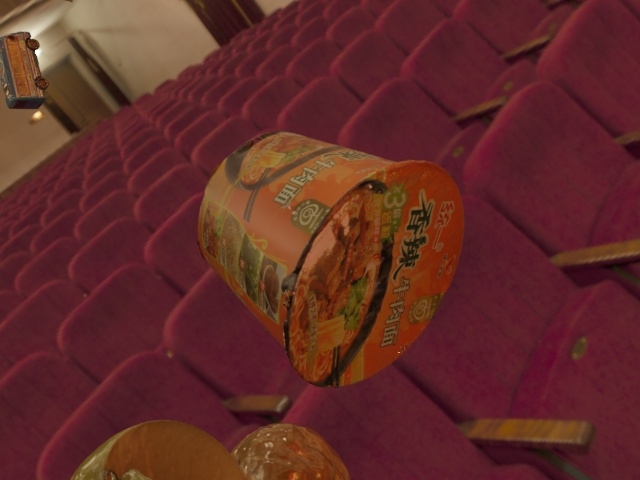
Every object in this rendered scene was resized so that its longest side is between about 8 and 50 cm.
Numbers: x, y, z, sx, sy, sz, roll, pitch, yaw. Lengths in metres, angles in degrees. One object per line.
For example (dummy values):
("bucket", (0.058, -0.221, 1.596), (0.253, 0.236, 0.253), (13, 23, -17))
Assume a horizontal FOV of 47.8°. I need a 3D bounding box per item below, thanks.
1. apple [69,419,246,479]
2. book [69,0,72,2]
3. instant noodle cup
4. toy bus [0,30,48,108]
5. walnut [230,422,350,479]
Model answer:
("apple", (-0.192, 0.371, 0.837), (0.233, 0.257, 0.295), (-40, 32, -2))
("book", (-0.403, -0.394, 1.018), (0.231, 0.158, 0.026), (-97, 23, -59))
("instant noodle cup", (0.000, 0.000, 0.711), (0.230, 0.230, 0.182), (-43, 48, -17))
("toy bus", (-0.340, -0.192, 0.818), (0.046, 0.083, 0.038), (-12, -4, -38))
("walnut", (-0.082, 0.521, 1.459), (0.296, 0.285, 0.285), (-58, 23, -17))
